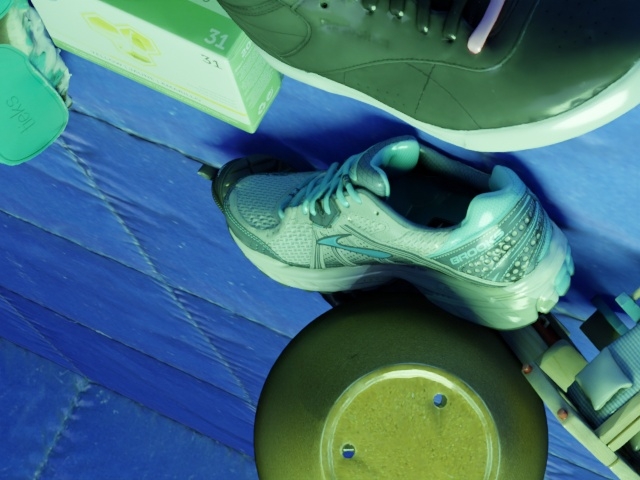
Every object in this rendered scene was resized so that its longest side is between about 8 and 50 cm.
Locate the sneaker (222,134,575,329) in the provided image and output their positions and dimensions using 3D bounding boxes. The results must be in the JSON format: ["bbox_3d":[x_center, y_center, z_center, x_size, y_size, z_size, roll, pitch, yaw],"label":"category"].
[{"bbox_3d":[0.043,-0.030,1.097,0.283,0.110,0.122,9,144,33],"label":"sneaker"}]

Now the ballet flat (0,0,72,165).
[{"bbox_3d":[-0.289,-0.177,1.128,0.147,0.147,0.409,26,163,9],"label":"ballet flat"}]

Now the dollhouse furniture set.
[{"bbox_3d":[0.208,0.064,1.096,0.129,0.129,0.183,42,-171,-37],"label":"dollhouse furniture set"}]

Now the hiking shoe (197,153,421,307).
[{"bbox_3d":[0.000,0.000,1.287,0.227,0.086,0.114,41,174,-22],"label":"hiking shoe"}]

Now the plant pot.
[{"bbox_3d":[0.060,0.150,1.104,0.237,0.237,0.254,28,177,4],"label":"plant pot"}]

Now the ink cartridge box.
[{"bbox_3d":[-0.119,-0.168,0.991,0.171,0.056,0.235,25,166,13],"label":"ink cartridge box"}]

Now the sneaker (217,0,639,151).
[{"bbox_3d":[0.029,-0.131,0.758,0.296,0.104,0.147,18,167,45],"label":"sneaker"}]
